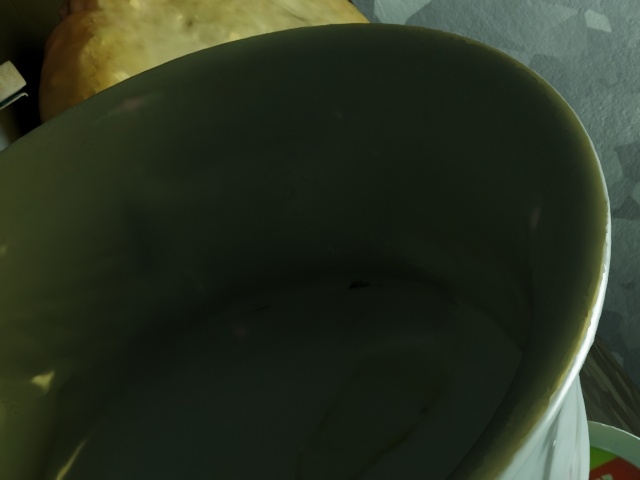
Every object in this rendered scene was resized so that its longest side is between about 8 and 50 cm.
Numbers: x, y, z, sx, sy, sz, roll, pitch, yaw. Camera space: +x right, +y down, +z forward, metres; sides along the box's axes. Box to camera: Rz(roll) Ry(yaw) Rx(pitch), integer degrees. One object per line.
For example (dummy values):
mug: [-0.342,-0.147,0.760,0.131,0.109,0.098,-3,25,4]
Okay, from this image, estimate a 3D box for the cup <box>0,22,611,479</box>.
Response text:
cup: [-0.031,0.080,0.645,0.347,0.347,0.163,-107,170,-53]

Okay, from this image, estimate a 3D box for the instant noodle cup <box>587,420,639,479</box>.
instant noodle cup: [0.160,0.284,1.015,0.294,0.294,0.308,62,7,24]

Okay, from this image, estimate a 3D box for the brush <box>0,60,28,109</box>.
brush: [-0.205,-0.039,0.853,0.065,0.070,0.327,52,12,-11]

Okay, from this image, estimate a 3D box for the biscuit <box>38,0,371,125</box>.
biscuit: [-0.012,-0.048,1.214,0.429,0.104,0.446,-30,85,-51]
